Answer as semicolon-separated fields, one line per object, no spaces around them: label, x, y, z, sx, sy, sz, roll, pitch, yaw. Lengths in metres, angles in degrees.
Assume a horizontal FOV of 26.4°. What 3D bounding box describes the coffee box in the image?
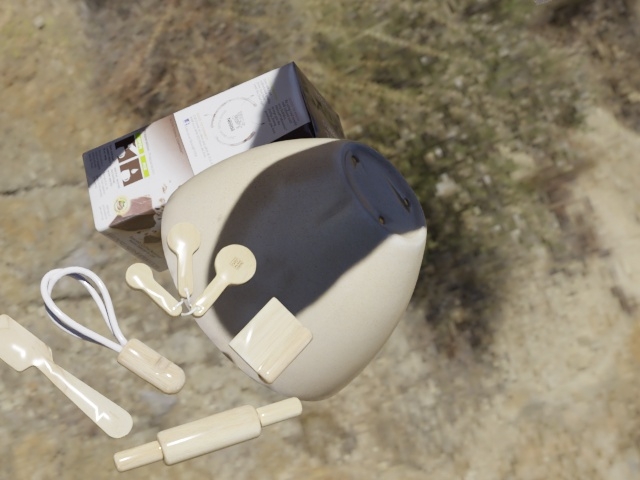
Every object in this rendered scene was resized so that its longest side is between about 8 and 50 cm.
coffee box;-0.121;-0.086;1.702;0.168;0.297;0.118;42;29;-61

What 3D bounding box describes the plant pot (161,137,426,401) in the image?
plant pot;0.000;0.000;1.450;0.284;0.191;0.284;37;30;-26

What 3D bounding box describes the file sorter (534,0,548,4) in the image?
file sorter;0.232;-0.389;1.294;0.278;0.173;0.192;32;49;-58

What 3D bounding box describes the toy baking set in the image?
toy baking set;-0.137;0.094;1.142;0.256;0.030;0.196;-20;75;-18
